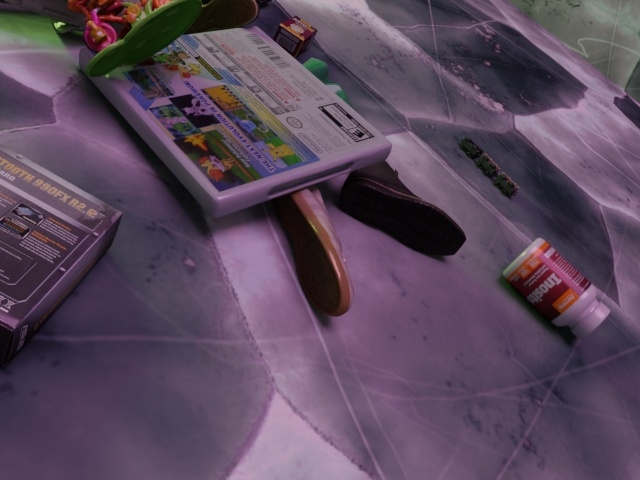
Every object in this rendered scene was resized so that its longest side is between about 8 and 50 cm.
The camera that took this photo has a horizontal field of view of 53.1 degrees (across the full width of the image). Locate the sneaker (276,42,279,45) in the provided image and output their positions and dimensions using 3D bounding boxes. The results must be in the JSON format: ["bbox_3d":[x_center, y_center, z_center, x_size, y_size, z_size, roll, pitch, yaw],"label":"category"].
[{"bbox_3d":[-0.081,-0.305,1.089,0.119,0.057,0.047,47,36,14],"label":"sneaker"}]

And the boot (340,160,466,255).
[{"bbox_3d":[0.130,-0.066,0.979,0.198,0.077,0.137,29,32,-10],"label":"boot"}]

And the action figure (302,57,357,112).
[{"bbox_3d":[-0.059,-0.216,1.002,0.232,0.063,0.137,-23,66,-42],"label":"action figure"}]

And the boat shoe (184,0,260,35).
[{"bbox_3d":[-0.156,-0.363,1.038,0.152,0.056,0.049,1,12,31],"label":"boat shoe"}]

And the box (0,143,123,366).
[{"bbox_3d":[-0.327,-0.018,0.575,0.231,0.056,0.183,30,36,-6],"label":"box"}]

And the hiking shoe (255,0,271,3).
[{"bbox_3d":[-0.184,-0.507,1.228,0.114,0.086,0.227,36,28,24],"label":"hiking shoe"}]

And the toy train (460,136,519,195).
[{"bbox_3d":[0.334,-0.145,1.262,0.036,0.027,0.158,-1,48,-53],"label":"toy train"}]

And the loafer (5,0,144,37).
[{"bbox_3d":[-0.334,-0.340,0.889,0.319,0.111,0.112,14,46,-53],"label":"loafer"}]

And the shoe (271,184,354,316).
[{"bbox_3d":[0.000,0.000,0.795,0.058,0.076,0.219,0,46,-30],"label":"shoe"}]

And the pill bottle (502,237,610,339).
[{"bbox_3d":[0.365,0.075,0.989,0.152,0.086,0.086,45,37,14],"label":"pill bottle"}]

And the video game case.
[{"bbox_3d":[-0.112,-0.183,0.875,0.300,0.036,0.329,-23,58,-38],"label":"video game case"}]

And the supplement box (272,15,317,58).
[{"bbox_3d":[-0.048,-0.386,1.215,0.055,0.043,0.083,33,36,0],"label":"supplement box"}]

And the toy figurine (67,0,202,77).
[{"bbox_3d":[-0.263,-0.312,0.794,0.173,0.130,0.159,-39,96,-20],"label":"toy figurine"}]
